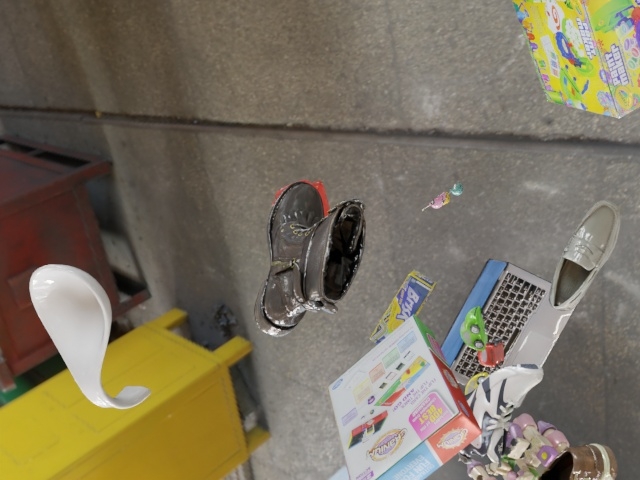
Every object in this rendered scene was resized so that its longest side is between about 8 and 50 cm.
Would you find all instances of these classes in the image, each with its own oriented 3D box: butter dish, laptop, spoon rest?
[{"bbox_3d":[-0.068,-0.111,2.091,0.118,0.160,0.160,57,167,43],"label":"butter dish"},{"bbox_3d":[0.505,0.272,2.000,0.408,0.236,0.382,25,99,-11],"label":"laptop"},{"bbox_3d":[-0.348,0.154,1.098,0.137,0.084,0.276,-5,121,27],"label":"spoon rest"}]

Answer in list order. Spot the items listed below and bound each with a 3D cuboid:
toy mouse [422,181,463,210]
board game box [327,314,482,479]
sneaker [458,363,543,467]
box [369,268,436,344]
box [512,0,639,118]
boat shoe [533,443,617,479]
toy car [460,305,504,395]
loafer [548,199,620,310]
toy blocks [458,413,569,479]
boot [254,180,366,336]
[{"bbox_3d":[0.378,-0.131,2.160,0.031,0.161,0.143,57,155,4],"label":"toy mouse"},{"bbox_3d":[0.140,0.308,1.342,0.242,0.316,0.064,-42,114,12],"label":"board game box"},{"bbox_3d":[0.338,0.341,1.370,0.235,0.094,0.153,-32,57,21],"label":"sneaker"},{"bbox_3d":[0.171,0.146,1.501,0.059,0.054,0.169,32,108,10],"label":"box"},{"bbox_3d":[0.598,-0.452,1.590,0.290,0.177,0.279,62,175,-24],"label":"box"},{"bbox_3d":[0.419,0.444,1.306,0.095,0.095,0.257,-101,26,-49],"label":"boat shoe"},{"bbox_3d":[0.348,0.242,1.607,0.053,0.239,0.225,-4,121,27],"label":"toy car"},{"bbox_3d":[0.702,0.046,1.934,0.112,0.111,0.319,25,106,24],"label":"loafer"},{"bbox_3d":[0.525,0.617,2.093,0.288,0.309,0.260,-58,31,15],"label":"toy blocks"},{"bbox_3d":[0.000,0.000,0.962,0.091,0.263,0.229,18,152,-18],"label":"boot"}]
